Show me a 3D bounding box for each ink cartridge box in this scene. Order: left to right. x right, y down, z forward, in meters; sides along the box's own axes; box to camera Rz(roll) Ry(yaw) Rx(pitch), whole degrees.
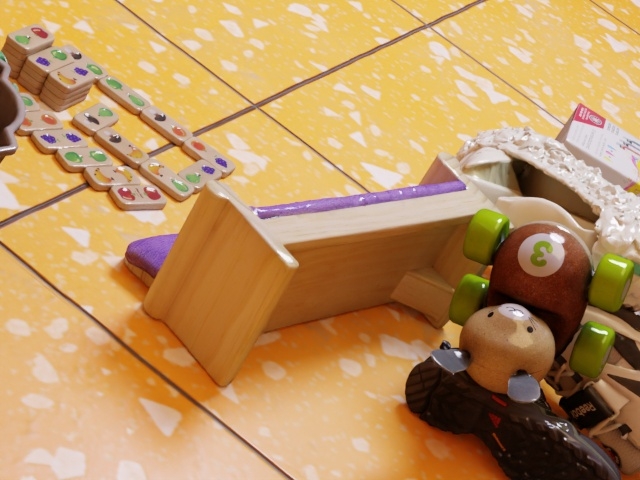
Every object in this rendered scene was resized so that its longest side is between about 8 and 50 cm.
[{"bbox_3d":[0.346,-0.052,2.014,0.176,0.127,0.128,32,29,0],"label":"ink cartridge box"}]

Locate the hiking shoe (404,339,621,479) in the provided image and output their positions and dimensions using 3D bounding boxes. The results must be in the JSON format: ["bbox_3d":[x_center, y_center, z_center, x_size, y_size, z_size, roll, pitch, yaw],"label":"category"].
[{"bbox_3d":[0.197,0.167,1.592,0.227,0.086,0.114,35,33,9],"label":"hiking shoe"}]

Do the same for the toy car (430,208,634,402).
[{"bbox_3d":[0.176,0.079,1.525,0.155,0.149,0.188,21,33,18],"label":"toy car"}]

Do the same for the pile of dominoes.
[{"bbox_3d":[-0.222,-0.129,1.710,0.251,0.040,0.196,36,30,10],"label":"pile of dominoes"}]

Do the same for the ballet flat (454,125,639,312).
[{"bbox_3d":[0.219,-0.038,1.750,0.147,0.147,0.409,10,10,-32],"label":"ballet flat"}]

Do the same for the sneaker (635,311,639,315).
[{"bbox_3d":[0.331,0.065,1.861,0.121,0.099,0.262,22,32,-24],"label":"sneaker"}]

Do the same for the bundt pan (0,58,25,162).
[{"bbox_3d":[-0.424,-0.109,1.413,0.331,0.124,0.331,22,30,-14],"label":"bundt pan"}]

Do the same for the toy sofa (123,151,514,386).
[{"bbox_3d":[0.000,0.000,1.604,0.362,0.150,0.177,-10,50,-48],"label":"toy sofa"}]

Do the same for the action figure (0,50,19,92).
[{"bbox_3d":[-0.383,-0.193,1.635,0.232,0.063,0.137,35,30,18],"label":"action figure"}]

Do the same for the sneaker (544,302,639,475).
[{"bbox_3d":[0.293,0.150,1.663,0.330,0.146,0.122,20,-13,0],"label":"sneaker"}]
